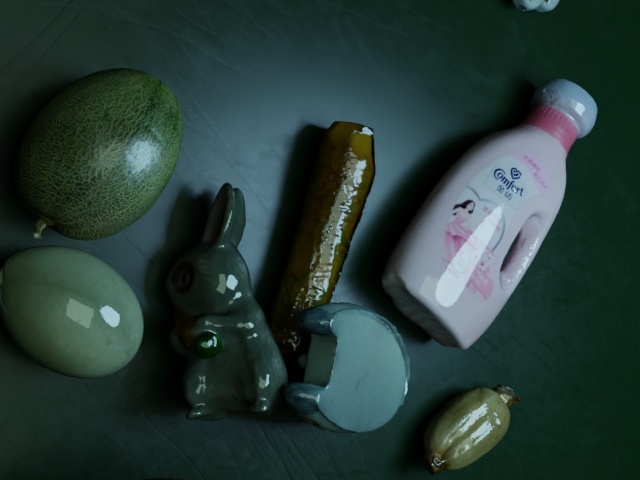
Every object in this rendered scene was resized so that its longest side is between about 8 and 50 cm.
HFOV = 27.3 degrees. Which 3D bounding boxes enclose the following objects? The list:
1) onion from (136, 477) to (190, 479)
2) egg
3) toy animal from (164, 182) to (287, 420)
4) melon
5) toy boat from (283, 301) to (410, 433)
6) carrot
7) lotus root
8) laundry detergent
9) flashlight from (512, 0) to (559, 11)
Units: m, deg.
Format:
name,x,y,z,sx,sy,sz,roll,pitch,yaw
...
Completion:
name,x,y,z,sx,sy,sz,roll,pitch,yaw
onion,-0.152,0.399,1.196,0.354,0.354,0.353,-1,92,-30
egg,-0.236,0.066,1.239,0.152,0.114,0.114,36,74,-23
toy animal,-0.104,0.071,1.340,0.108,0.138,0.236,-16,74,11
melon,-0.211,-0.077,1.237,0.139,0.139,0.192,44,72,-24
toy boat,0.019,0.133,1.377,0.208,0.079,0.134,20,76,-58
carrot,0.000,0.000,1.403,0.070,0.070,0.260,23,81,-29
lotus root,0.170,0.213,1.511,0.150,0.062,0.073,-36,86,-26
laundry detergent,0.206,-0.042,1.510,0.159,0.088,0.335,47,69,-28
flashlight,0.280,-0.356,1.568,0.093,0.047,0.200,46,67,-24
